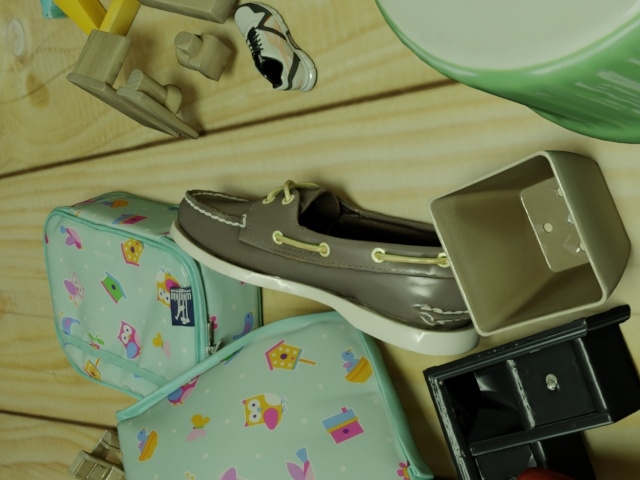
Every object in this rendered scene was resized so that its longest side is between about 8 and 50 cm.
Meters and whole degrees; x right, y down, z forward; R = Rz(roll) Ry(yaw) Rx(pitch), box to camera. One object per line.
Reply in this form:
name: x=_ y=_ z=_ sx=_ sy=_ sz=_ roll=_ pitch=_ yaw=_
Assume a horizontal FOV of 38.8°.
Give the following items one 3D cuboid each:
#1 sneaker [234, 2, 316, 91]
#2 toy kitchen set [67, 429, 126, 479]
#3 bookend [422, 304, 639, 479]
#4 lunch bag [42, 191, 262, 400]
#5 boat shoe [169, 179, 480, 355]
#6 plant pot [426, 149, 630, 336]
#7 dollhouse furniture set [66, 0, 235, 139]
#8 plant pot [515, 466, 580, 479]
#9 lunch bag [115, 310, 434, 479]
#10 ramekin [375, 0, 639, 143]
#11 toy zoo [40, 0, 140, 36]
sneaker: x=-0.049 y=-0.180 z=0.837 sx=0.109 sy=0.044 sz=0.040 roll=51 pitch=133 yaw=20
toy kitchen set: x=-0.264 y=0.297 z=1.180 sx=0.075 sy=0.083 sz=0.068 roll=25 pitch=78 yaw=34
bookend: x=0.180 y=0.149 z=0.698 sx=0.156 sy=0.072 sz=0.157 roll=-26 pitch=78 yaw=42
lunch bag: x=-0.188 y=0.075 z=1.003 sx=0.279 sy=0.108 sz=0.224 roll=17 pitch=114 yaw=38
boat shoe: x=0.000 y=0.000 z=0.806 sx=0.324 sy=0.116 sz=0.096 roll=21 pitch=113 yaw=32
plant pot: x=0.162 y=-0.005 z=0.663 sx=0.109 sy=0.096 sz=0.109 roll=-24 pitch=87 yaw=43
dollhouse furniture set: x=-0.139 y=-0.191 z=0.926 sx=0.144 sy=0.123 sz=0.151 roll=21 pitch=84 yaw=32
plant pot: x=0.203 y=0.312 z=0.508 sx=0.267 sy=0.267 sz=0.236 roll=38 pitch=162 yaw=-1
lunch bag: x=-0.036 y=0.207 z=0.819 sx=0.262 sy=0.160 sz=0.223 roll=-29 pitch=48 yaw=11
ramekin: x=0.159 y=-0.212 z=0.509 sx=0.303 sy=0.148 sz=0.303 roll=-2 pitch=87 yaw=48
toy zoo: x=-0.237 y=-0.345 z=0.963 sx=0.192 sy=0.030 sz=0.293 roll=53 pitch=132 yaw=16
